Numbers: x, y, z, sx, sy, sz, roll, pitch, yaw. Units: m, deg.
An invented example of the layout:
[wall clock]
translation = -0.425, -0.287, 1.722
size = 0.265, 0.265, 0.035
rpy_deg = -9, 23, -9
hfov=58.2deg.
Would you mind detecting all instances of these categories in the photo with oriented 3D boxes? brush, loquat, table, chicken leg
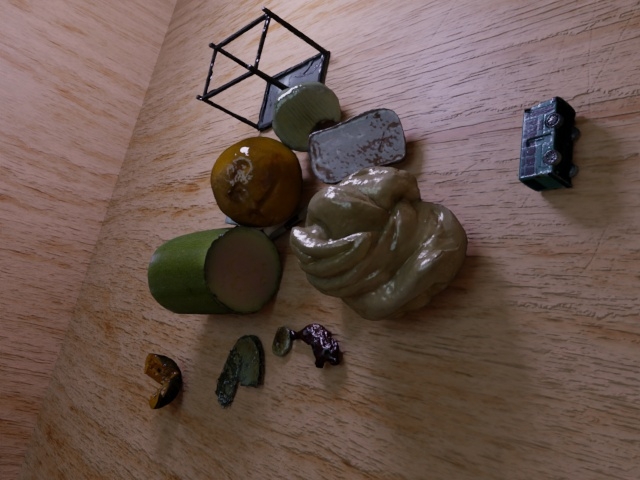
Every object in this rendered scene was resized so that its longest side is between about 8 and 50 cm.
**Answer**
[brush]
translation = -0.107, -0.038, 1.725
size = 0.299, 0.039, 0.042
rpy_deg = -31, 46, 43
[loquat]
translation = -0.179, -0.179, 1.674
size = 0.276, 0.276, 0.284
rpy_deg = -30, 18, 39
[table]
translation = -0.192, -0.545, 1.889
size = 0.335, 0.272, 0.222
rpy_deg = -8, 66, 50
[chicken leg]
translation = -0.015, 0.253, 1.440
size = 0.219, 0.048, 0.089
rpy_deg = 33, 95, 53

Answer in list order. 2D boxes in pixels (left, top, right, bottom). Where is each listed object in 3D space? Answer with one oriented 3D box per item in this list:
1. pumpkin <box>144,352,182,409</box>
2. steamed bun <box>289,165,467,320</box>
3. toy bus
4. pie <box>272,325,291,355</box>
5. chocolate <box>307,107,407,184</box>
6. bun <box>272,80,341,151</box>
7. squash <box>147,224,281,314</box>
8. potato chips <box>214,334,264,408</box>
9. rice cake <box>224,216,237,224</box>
[pumpkin]
translation = -0.515, 0.465, 1.908
size = 0.119, 0.107, 0.184
rpy_deg = -44, 49, 39
[steamed bun]
translation = 0.103, 0.000, 1.225
size = 0.325, 0.230, 0.372
rpy_deg = -48, 61, 17
[toy bus]
translation = 0.428, -0.180, 1.088
size = 0.091, 0.079, 0.160
rpy_deg = -8, 67, 50
[pie]
translation = -0.106, 0.275, 1.566
size = 0.084, 0.020, 0.084
rpy_deg = -28, 51, 41
[chocolate]
translation = 0.100, -0.231, 1.476
size = 0.253, 0.080, 0.157
rpy_deg = -17, 75, 20
[bun]
translation = -0.041, -0.369, 1.720
size = 0.212, 0.204, 0.126
rpy_deg = -20, 21, 5
[squash]
translation = -0.329, 0.095, 1.740
size = 0.384, 0.263, 0.263
rpy_deg = -7, 66, 49
[potato chips]
translation = -0.235, 0.382, 1.671
size = 0.220, 0.029, 0.202
rpy_deg = -46, 41, 22
[rice cake]
translation = -0.237, -0.141, 1.885
size = 0.189, 0.037, 0.198
rpy_deg = 9, 78, 48
